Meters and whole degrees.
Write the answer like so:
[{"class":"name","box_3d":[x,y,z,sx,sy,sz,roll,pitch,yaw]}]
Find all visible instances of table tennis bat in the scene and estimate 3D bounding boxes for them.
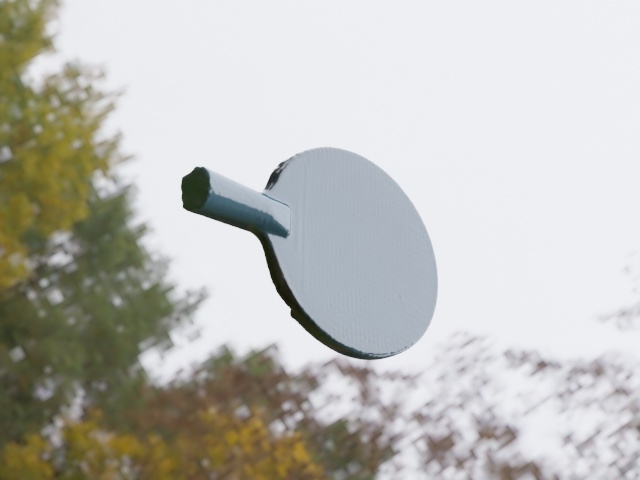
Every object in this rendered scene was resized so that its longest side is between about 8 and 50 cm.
[{"class":"table tennis bat","box_3d":[0.000,0.000,0.805,0.019,0.155,0.100,-19,-119,41]}]
